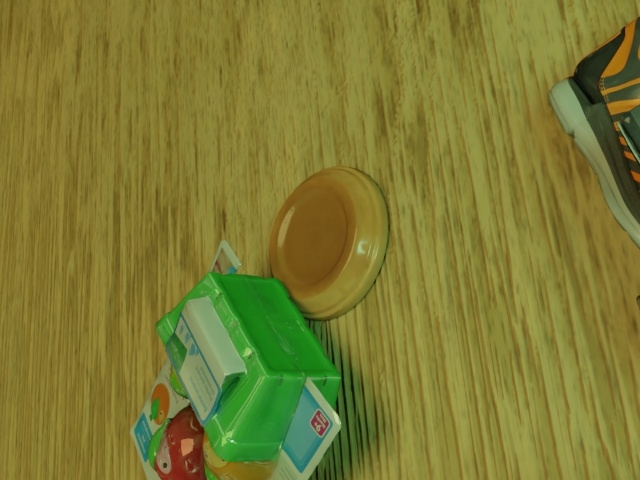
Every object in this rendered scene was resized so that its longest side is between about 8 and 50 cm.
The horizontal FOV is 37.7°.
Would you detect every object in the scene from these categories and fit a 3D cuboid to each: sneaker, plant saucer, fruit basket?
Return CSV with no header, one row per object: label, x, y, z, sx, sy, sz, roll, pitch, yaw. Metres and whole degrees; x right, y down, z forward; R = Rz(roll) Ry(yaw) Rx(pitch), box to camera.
sneaker,0.327,-0.087,0.786,0.180,0.125,0.321,-46,48,28
plant saucer,0.000,0.000,1.173,0.200,0.037,0.199,-19,63,42
fruit basket,-0.135,0.228,1.148,0.353,0.166,0.327,-56,44,22

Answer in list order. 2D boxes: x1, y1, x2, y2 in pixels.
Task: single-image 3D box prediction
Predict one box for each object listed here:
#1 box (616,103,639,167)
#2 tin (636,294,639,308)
box,0.424,0.007,0.589,0.318,0.097,0.394,-32,60,20
tin,0.324,0.103,0.733,0.040,0.106,0.189,-50,51,24
